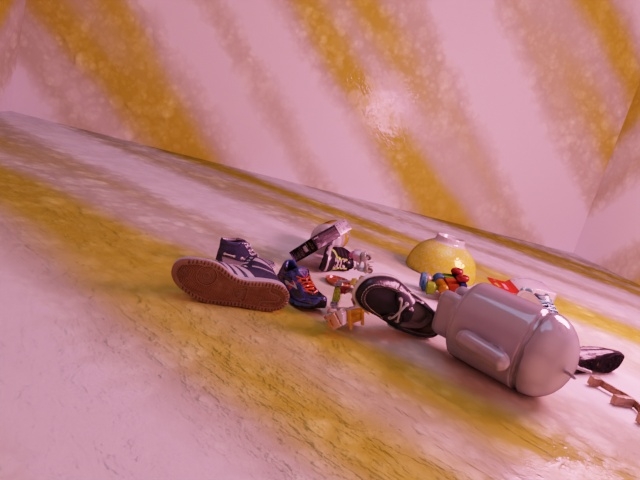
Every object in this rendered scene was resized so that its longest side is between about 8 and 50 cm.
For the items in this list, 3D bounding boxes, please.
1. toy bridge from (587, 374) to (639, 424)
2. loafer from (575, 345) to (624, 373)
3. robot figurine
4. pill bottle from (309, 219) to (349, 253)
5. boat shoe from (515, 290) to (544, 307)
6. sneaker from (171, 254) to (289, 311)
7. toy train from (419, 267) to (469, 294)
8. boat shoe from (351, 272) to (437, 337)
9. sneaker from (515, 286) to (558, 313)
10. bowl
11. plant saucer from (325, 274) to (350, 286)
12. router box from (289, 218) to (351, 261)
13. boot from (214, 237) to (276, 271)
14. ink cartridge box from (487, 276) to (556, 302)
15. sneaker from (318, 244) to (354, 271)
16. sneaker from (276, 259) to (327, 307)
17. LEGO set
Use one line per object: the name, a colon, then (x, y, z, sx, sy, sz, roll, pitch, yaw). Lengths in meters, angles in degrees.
toy bridge: (0.737, 0.389, 1.318, 0.063, 0.026, 0.188, 13, 13, -16)
loafer: (0.758, 0.324, 1.514, 0.224, 0.076, 0.078, 5, 24, -28)
robot figurine: (0.437, 0.227, 1.262, 0.300, 0.199, 0.354, -10, 27, -44)
pill bottle: (0.031, -0.009, 1.996, 0.118, 0.117, 0.208, 18, 13, 12)
boat shoe: (0.568, 0.240, 1.584, 0.127, 0.113, 0.340, 54, 32, 10)
sneaker: (-0.222, 0.085, 1.312, 0.283, 0.099, 0.153, 18, 16, -22)
toy train: (0.410, 0.161, 1.777, 0.144, 0.105, 0.248, 5, 13, 1)
boat shoe: (0.200, 0.166, 1.343, 0.303, 0.114, 0.091, 22, 15, -41)
sneaker: (0.703, 0.233, 1.738, 0.110, 0.122, 0.283, 11, 13, -19)
bowl: (0.504, 0.059, 2.187, 0.290, 0.155, 0.289, 15, 13, -4)
plant saucer: (0.055, 0.127, 1.670, 0.084, 0.013, 0.083, 15, 12, -3)
router box: (0.000, 0.000, 1.782, 0.179, 0.046, 0.133, -31, -1, -43)
boot: (-0.204, 0.043, 1.553, 0.190, 0.086, 0.069, 7, 15, -34)
ink cartridge box: (0.837, 0.187, 2.266, 0.233, 0.066, 0.189, 20, 13, 1)
sneaker: (0.067, 0.061, 1.811, 0.097, 0.084, 0.235, 21, 14, 12)
sneaker: (-0.055, 0.114, 1.424, 0.083, 0.087, 0.221, 5, 16, -38)
LEGO set: (0.055, 0.151, 1.376, 0.107, 0.132, 0.287, -1, 34, 25)
